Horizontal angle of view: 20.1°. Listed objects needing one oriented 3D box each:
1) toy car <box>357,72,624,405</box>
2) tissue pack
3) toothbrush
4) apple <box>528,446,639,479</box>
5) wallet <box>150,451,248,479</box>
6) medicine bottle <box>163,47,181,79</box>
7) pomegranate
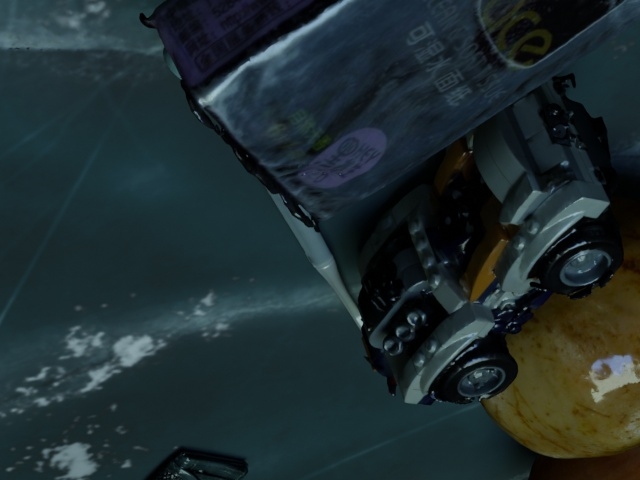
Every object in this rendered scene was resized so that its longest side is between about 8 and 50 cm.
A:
[{"bbox_3d":[0.126,0.008,1.473,0.118,0.193,0.301,11,135,-34],"label":"toy car"},{"bbox_3d":[0.084,-0.176,1.231,0.361,0.122,0.259,-33,155,5],"label":"tissue pack"},{"bbox_3d":[-0.002,0.001,1.542,0.030,0.025,0.342,-30,143,3],"label":"toothbrush"},{"bbox_3d":[0.334,0.252,1.863,0.242,0.242,0.241,1,151,-25],"label":"apple"},{"bbox_3d":[-0.139,0.257,1.802,0.088,0.026,0.129,16,130,-38],"label":"wallet"},{"bbox_3d":[-0.040,-0.186,1.269,0.051,0.051,0.191,15,130,-37],"label":"medicine bottle"},{"bbox_3d":[0.244,0.077,1.591,0.248,0.248,0.248,-12,143,-10],"label":"pomegranate"}]
